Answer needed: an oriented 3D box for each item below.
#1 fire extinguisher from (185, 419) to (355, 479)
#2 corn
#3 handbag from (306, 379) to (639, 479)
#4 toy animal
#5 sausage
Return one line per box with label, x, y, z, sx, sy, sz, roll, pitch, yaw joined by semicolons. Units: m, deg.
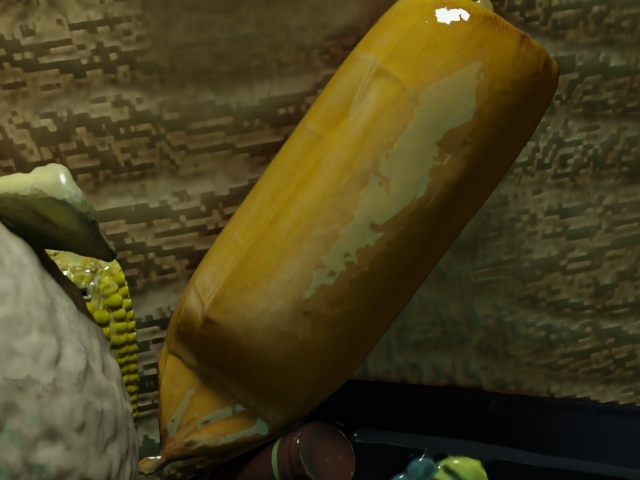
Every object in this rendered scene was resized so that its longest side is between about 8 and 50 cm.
fire extinguisher;-0.046;0.148;0.904;0.043;0.064;0.158;46;133;-16
corn;-0.142;0.116;0.878;0.080;0.080;0.231;-2;111;-16
handbag;0.105;0.253;0.987;0.329;0.122;0.303;9;108;-18
toy animal;-0.195;0.088;0.739;0.188;0.226;0.358;-37;107;-36
sausage;0.004;0.004;0.865;0.112;0.112;0.328;33;100;-25
